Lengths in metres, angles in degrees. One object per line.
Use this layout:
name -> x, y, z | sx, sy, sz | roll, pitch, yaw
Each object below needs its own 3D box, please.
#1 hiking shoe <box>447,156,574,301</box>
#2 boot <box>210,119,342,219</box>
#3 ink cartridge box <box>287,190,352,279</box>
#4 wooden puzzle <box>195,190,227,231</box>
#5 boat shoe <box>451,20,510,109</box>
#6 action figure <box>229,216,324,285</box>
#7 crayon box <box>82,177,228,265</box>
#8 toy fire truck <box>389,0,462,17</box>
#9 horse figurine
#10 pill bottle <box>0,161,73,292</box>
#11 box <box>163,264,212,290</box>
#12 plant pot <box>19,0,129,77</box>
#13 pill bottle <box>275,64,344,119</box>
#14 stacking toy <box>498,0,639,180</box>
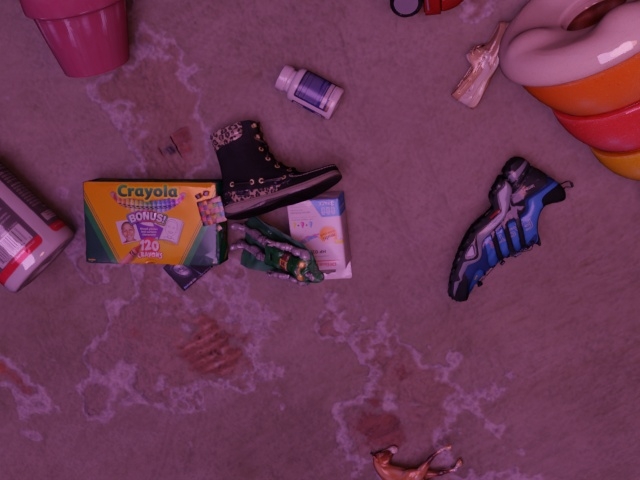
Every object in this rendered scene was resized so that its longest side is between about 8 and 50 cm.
hiking shoe -> 0.342, 0.000, 1.899 | 0.132, 0.113, 0.304 | 28, 110, 2
boot -> -0.092, -0.152, 1.928 | 0.236, 0.085, 0.178 | -18, 77, 12
ink cartridge box -> 0.000, 0.000, 1.993 | 0.104, 0.061, 0.181 | -3, 107, 13
wooden puzzle -> -0.208, -0.057, 1.953 | 0.049, 0.006, 0.083 | -14, 96, 10
boat shoe -> 0.289, -0.322, 1.838 | 0.059, 0.063, 0.170 | 23, 111, -3
action figure -> -0.081, 0.029, 1.966 | 0.232, 0.063, 0.137 | 25, 125, 36
crayon box -> -0.326, -0.039, 2.024 | 0.278, 0.081, 0.165 | 1, 98, 11
toy fire truck -> 0.233, -0.519, 1.752 | 0.246, 0.158, 0.217 | -5, 129, 8
horse figurine -> 0.231, 0.533, 2.112 | 0.174, 0.066, 0.263 | -24, 99, 11
pill bottle -> -0.669, -0.061, 2.044 | 0.318, 0.176, 0.176 | 45, 110, -4
box -> -0.271, 0.054, 2.086 | 0.083, 0.018, 0.067 | -39, 96, 19
plant pot -> -0.442, -0.410, 1.896 | 0.201, 0.201, 0.180 | -4, 121, 12
pill bottle -> -0.021, -0.281, 1.908 | 0.120, 0.067, 0.067 | 28, 110, 1
stacking toy -> 0.553, -0.227, 1.736 | 0.351, 0.350, 0.480 | -28, 118, 18
